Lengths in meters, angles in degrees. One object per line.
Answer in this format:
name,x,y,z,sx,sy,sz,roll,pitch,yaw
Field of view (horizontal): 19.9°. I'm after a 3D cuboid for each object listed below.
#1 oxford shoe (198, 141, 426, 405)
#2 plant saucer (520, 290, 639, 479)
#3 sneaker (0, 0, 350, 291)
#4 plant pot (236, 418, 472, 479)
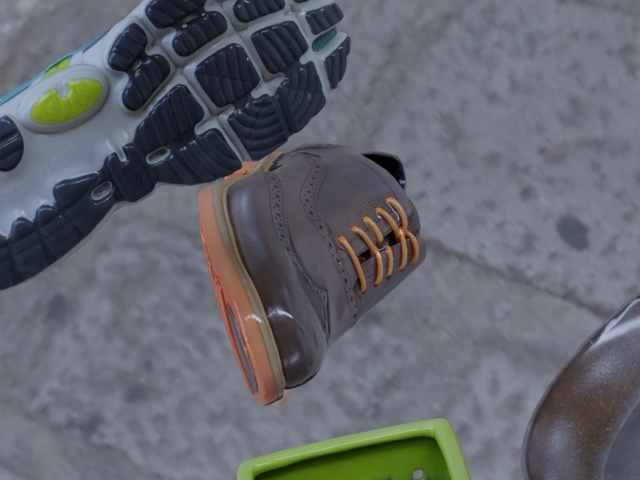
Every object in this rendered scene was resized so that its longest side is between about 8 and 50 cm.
oxford shoe,0.000,0.000,1.233,0.133,0.130,0.363,-13,19,7
plant saucer,0.247,0.061,0.931,0.310,0.050,0.310,-32,15,10
sneaker,-0.113,-0.073,0.983,0.275,0.107,0.110,-28,20,-16
plant pot,0.052,0.334,1.788,0.228,0.207,0.227,-13,27,1
